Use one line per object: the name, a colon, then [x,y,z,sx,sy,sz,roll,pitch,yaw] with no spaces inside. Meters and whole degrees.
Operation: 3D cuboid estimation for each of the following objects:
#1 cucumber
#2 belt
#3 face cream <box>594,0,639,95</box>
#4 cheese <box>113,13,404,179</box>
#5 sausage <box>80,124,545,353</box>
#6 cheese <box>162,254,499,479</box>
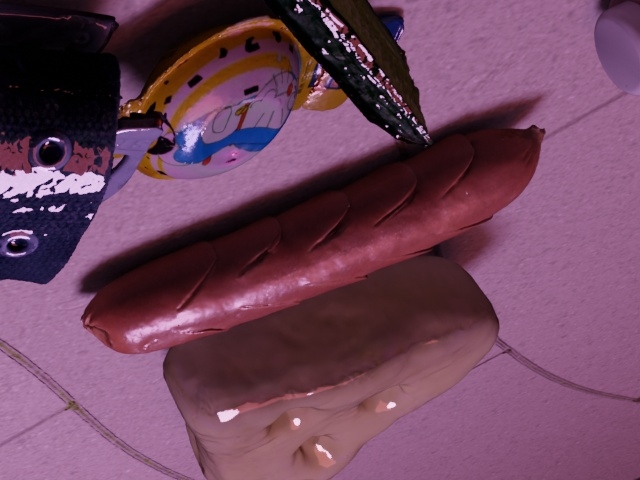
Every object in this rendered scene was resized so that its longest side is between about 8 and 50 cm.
cucumber: [0.010,-0.149,1.075,0.046,0.070,0.220,-17,138,25]
belt: [-0.188,-0.047,1.045,0.129,0.122,0.218,4,150,-26]
face cream: [0.276,-0.165,1.276,0.095,0.091,0.091,-25,157,-16]
cheese: [-0.041,-0.109,1.134,0.250,0.064,0.156,-23,152,-33]
sausage: [0.001,0.001,1.373,0.433,0.087,0.088,-23,156,-4]
cheese: [0.020,0.146,1.625,0.328,0.129,0.351,-20,155,-6]
